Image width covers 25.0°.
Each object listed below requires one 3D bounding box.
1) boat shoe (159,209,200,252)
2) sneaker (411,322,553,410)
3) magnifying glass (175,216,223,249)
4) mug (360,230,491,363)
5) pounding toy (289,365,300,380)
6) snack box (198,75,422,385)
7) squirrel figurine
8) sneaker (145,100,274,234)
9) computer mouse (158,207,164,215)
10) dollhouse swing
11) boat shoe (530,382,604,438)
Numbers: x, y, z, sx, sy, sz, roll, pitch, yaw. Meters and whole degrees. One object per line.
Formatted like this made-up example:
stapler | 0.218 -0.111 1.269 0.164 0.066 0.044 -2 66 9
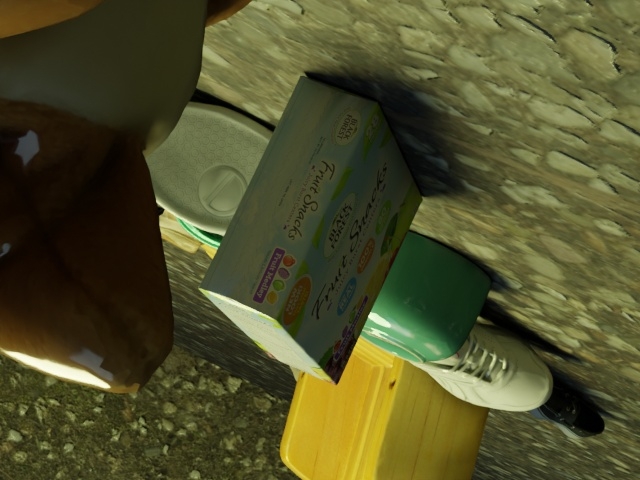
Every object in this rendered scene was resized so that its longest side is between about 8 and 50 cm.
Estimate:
boat shoe | -0.186 -0.042 1.626 0.063 0.059 0.170 33 -179 38
sneaker | 0.138 0.116 1.481 0.232 0.090 0.115 26 -176 -7
magnifying glass | -0.050 -0.007 1.508 0.231 0.026 0.092 16 142 16
mug | 0.080 0.058 1.377 0.129 0.097 0.158 29 168 -14
pounding toy | 0.089 0.180 2.001 0.269 0.155 0.154 40 -167 -21
snack box | 0.000 0.000 1.091 0.070 0.174 0.207 21 168 20
squirrel figurine | -0.222 -0.175 0.575 0.397 0.281 0.370 16 159 32
sneaker | -0.131 -0.077 1.277 0.295 0.105 0.147 15 -175 6
computer mouse | -0.098 -0.043 1.406 0.193 0.106 0.042 20 131 -22
dollhouse swing | -0.011 0.171 1.691 0.305 0.315 0.347 18 172 -18
boat shoe | 0.287 0.195 1.695 0.040 0.049 0.142 -8 151 37
